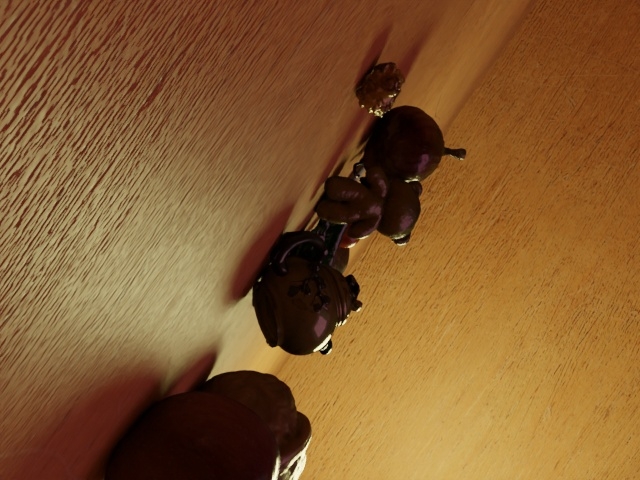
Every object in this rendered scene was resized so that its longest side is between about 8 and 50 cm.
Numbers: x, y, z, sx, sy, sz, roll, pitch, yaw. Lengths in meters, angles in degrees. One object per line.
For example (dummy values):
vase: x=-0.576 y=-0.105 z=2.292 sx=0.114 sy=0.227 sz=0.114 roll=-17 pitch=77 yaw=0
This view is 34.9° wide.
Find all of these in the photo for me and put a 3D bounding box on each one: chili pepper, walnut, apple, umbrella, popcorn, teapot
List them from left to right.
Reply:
apple: x=-0.199 y=0.367 z=1.566 sx=0.305 sy=0.235 sz=0.305 roll=-57 pitch=173 yaw=-11
walnut: x=-0.155 y=0.393 z=1.967 sx=0.285 sy=0.285 sz=0.296 roll=-46 pitch=132 yaw=-58
teapot: x=-0.015 y=0.095 z=1.767 sx=0.183 sy=0.173 sz=0.269 roll=-14 pitch=123 yaw=-19
chili pepper: x=-0.001 y=0.000 z=1.915 sx=0.253 sy=0.083 sz=0.099 roll=-60 pitch=164 yaw=11
umbrella: x=0.118 y=-0.172 z=2.047 sx=0.044 sy=0.044 sz=0.269 roll=-8 pitch=-169 yaw=26
popcorn: x=0.090 y=-0.223 z=1.485 sx=0.082 sy=0.057 sz=0.083 roll=-51 pitch=170 yaw=-49

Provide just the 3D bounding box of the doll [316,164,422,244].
doll: x=0.086 y=-0.068 z=1.834 sx=0.097 sy=0.210 sz=0.137 roll=22 pitch=-82 yaw=61

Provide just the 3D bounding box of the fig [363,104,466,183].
fig: x=0.181 y=-0.187 z=1.949 sx=0.231 sy=0.143 sz=0.160 roll=-30 pitch=151 yaw=-50

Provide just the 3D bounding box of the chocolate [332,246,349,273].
chocolate: x=-0.002 y=0.078 z=2.323 sx=0.157 sy=0.080 sz=0.254 roll=-59 pitch=173 yaw=31

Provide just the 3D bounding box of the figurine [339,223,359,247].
figurine: x=0.047 y=-0.030 z=2.091 sx=0.068 sy=0.075 sz=0.140 roll=-56 pitch=-169 yaw=11

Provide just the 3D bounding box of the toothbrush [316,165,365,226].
toothbrush: x=0.004 y=-0.018 z=2.022 sx=0.418 sy=0.040 sz=0.042 roll=-54 pitch=168 yaw=-16
